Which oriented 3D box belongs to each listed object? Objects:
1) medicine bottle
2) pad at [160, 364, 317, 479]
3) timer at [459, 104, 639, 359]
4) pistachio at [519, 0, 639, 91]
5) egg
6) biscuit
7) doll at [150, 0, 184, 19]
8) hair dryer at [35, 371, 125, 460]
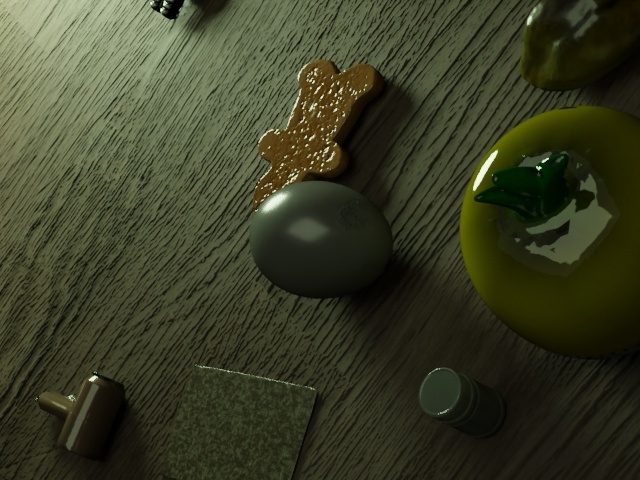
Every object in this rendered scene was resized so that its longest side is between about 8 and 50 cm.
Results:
[{"bbox_3d":[0.157,0.180,1.575,0.058,0.091,0.058,-20,57,34],"label":"medicine bottle"},{"bbox_3d":[-0.109,0.250,1.841,0.235,0.003,0.158,6,73,43],"label":"pad"},{"bbox_3d":[0.252,-0.023,1.451,0.285,0.285,0.285,-20,57,34],"label":"timer"},{"bbox_3d":[0.305,-0.238,1.647,0.189,0.100,0.110,-27,49,28],"label":"pistachio"},{"bbox_3d":[0.000,0.000,1.767,0.198,0.146,0.146,11,77,38],"label":"egg"},{"bbox_3d":[-0.013,-0.128,1.924,0.165,0.036,0.250,15,77,46],"label":"biscuit"},{"bbox_3d":[-0.194,-0.448,2.226,0.091,0.067,0.219,36,100,42],"label":"doll"},{"bbox_3d":[-0.355,0.237,2.033,0.181,0.064,0.117,11,76,50],"label":"hair dryer"}]
